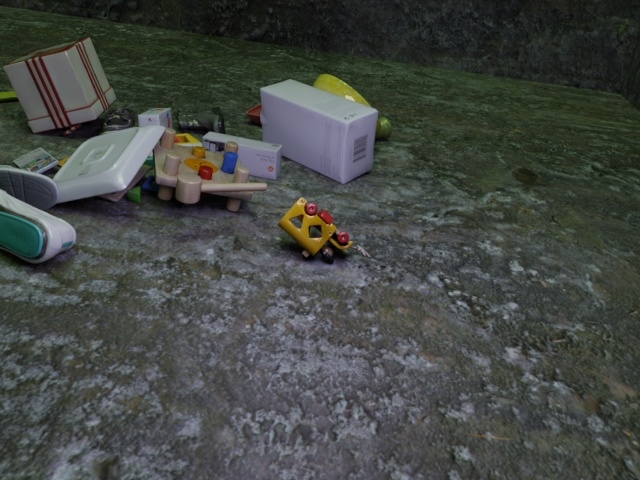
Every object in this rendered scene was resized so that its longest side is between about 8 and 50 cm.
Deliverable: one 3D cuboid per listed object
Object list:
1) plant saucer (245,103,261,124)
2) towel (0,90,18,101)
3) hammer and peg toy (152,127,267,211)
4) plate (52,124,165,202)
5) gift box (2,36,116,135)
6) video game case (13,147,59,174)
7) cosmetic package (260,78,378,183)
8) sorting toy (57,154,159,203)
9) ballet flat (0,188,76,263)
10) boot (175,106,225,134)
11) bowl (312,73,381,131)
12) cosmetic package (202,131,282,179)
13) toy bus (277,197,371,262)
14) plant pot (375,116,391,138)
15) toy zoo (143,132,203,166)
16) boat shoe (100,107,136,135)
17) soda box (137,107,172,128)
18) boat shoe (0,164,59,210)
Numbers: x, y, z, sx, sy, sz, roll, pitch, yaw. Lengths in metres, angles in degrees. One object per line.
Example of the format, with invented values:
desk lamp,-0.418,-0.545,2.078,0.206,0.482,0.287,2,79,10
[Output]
plant saucer,-0.121,-0.482,2.218,0.258,0.048,0.259,16,32,15
towel,-1.112,-0.551,2.162,0.237,0.021,0.102,-18,33,-35
hammer and peg toy,-0.305,-0.164,1.518,0.265,0.128,0.361,8,27,-24
plate,-0.573,-0.210,1.497,0.277,0.045,0.278,-7,42,21
gift box,-0.863,-0.501,1.903,0.276,0.258,0.255,-10,30,11
video game case,-0.814,-0.224,1.638,0.087,0.011,0.122,-37,49,-28
cosmetic package,-0.016,-0.361,1.856,0.385,0.217,0.156,32,45,33
sorting toy,-0.594,-0.188,1.590,0.347,0.047,0.196,15,40,14
ballet flat,-0.724,-0.055,1.301,0.400,0.139,0.139,23,33,18
boot,-0.422,-0.406,2.011,0.161,0.084,0.246,-9,27,-12
bowl,0.054,-0.426,2.016,0.289,0.289,0.156,34,81,39
cosmetic package,-0.242,-0.260,1.760,0.238,0.099,0.060,11,33,9
toy bus,-0.009,-0.008,1.362,0.104,0.191,0.202,-48,46,-3
plant pot,0.211,-0.412,2.146,0.079,0.083,0.083,-26,42,-25
toy zoo,-0.495,-0.289,1.822,0.293,0.030,0.192,-10,34,-26
boat shoe,-0.643,-0.375,1.823,0.102,0.093,0.285,-4,16,-7
soda box,-0.547,-0.394,1.905,0.069,0.074,0.216,-2,18,-4
boat shoe,-0.795,-0.133,1.412,0.320,0.118,0.103,-1,27,4
